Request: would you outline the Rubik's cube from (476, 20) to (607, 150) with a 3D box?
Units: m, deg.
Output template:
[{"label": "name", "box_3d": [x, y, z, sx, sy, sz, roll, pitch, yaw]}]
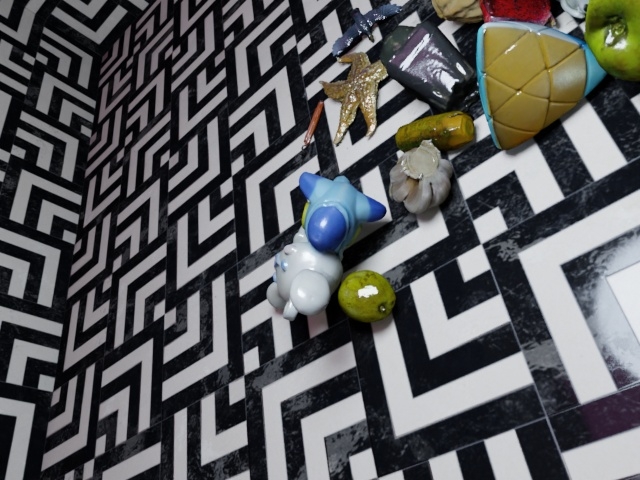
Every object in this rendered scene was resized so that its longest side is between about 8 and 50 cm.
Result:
[{"label": "Rubik's cube", "box_3d": [0.348, -0.340, 1.068, 0.254, 0.254, 0.254, -24, 52, 35]}]

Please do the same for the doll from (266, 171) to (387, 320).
[{"label": "doll", "box_3d": [-0.007, -0.004, 1.225, 0.376, 0.187, 0.366, 4, 66, 61]}]

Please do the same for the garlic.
[{"label": "garlic", "box_3d": [0.191, -0.113, 1.195, 0.131, 0.127, 0.194, -60, 10, -28]}]

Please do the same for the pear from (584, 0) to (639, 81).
[{"label": "pear", "box_3d": [0.539, -0.380, 0.874, 0.176, 0.286, 0.282, 40, 98, 30]}]

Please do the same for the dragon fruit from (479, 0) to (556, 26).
[{"label": "dragon fruit", "box_3d": [0.396, -0.449, 1.186, 0.147, 0.096, 0.102, 2, 57, 2]}]

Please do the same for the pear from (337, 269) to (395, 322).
[{"label": "pear", "box_3d": [0.091, 0.113, 1.159, 0.107, 0.107, 0.131, -61, 31, 0]}]

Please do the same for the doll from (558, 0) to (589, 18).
[{"label": "doll", "box_3d": [0.494, -0.484, 1.084, 0.181, 0.110, 0.107, 57, 140, 40]}]

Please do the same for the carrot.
[{"label": "carrot", "box_3d": [0.244, -0.225, 1.219, 0.173, 0.082, 0.082, -4, 65, 52]}]

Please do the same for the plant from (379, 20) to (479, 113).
[{"label": "plant", "box_3d": [0.237, -0.381, 1.256, 0.142, 0.164, 0.256, -52, 56, 16]}]

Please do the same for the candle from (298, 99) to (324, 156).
[{"label": "candle", "box_3d": [-0.024, -0.305, 1.582, 0.167, 0.021, 0.026, -70, 15, -9]}]

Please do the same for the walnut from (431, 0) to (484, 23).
[{"label": "walnut", "box_3d": [0.342, -0.582, 1.236, 0.245, 0.198, 0.198, -44, 43, 20]}]

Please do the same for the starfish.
[{"label": "starfish", "box_3d": [0.089, -0.385, 1.483, 0.299, 0.060, 0.302, -11, 61, 39]}]

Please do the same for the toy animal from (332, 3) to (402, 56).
[{"label": "toy animal", "box_3d": [0.118, -0.581, 1.562, 0.220, 0.062, 0.108, -29, 49, 17]}]
